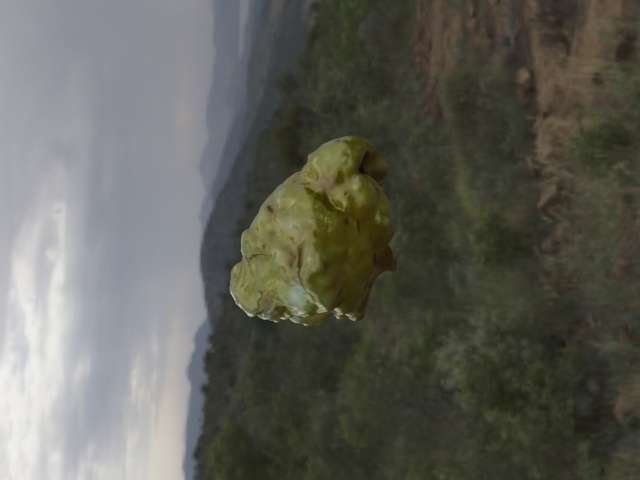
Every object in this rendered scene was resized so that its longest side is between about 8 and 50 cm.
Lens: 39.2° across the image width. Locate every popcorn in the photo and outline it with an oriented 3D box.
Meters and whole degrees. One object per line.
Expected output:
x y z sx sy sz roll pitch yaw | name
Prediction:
-0.012 0.001 1.539 0.334 0.294 0.292 147 117 -62 | popcorn
